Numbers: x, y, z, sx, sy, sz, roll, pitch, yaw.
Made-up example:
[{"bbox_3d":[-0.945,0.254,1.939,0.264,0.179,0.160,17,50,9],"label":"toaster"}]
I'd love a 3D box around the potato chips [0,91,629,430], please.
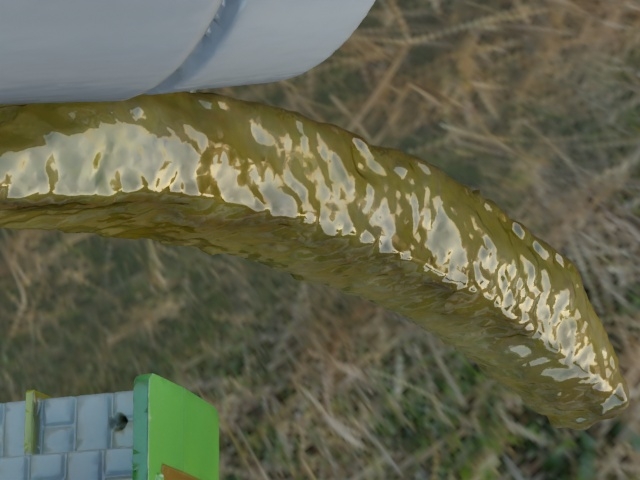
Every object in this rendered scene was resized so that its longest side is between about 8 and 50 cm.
[{"bbox_3d":[0.000,0.000,0.684,0.407,0.057,0.080,20,72,-46],"label":"potato chips"}]

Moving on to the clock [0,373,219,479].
[{"bbox_3d":[-0.194,0.204,1.067,0.255,0.106,0.219,-6,71,18],"label":"clock"}]

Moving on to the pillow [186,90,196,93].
[{"bbox_3d":[-0.062,-0.118,0.850,0.059,0.169,0.255,28,85,-11],"label":"pillow"}]

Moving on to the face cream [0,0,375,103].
[{"bbox_3d":[-0.081,-0.117,0.404,0.153,0.177,0.177,-7,108,-28],"label":"face cream"}]
